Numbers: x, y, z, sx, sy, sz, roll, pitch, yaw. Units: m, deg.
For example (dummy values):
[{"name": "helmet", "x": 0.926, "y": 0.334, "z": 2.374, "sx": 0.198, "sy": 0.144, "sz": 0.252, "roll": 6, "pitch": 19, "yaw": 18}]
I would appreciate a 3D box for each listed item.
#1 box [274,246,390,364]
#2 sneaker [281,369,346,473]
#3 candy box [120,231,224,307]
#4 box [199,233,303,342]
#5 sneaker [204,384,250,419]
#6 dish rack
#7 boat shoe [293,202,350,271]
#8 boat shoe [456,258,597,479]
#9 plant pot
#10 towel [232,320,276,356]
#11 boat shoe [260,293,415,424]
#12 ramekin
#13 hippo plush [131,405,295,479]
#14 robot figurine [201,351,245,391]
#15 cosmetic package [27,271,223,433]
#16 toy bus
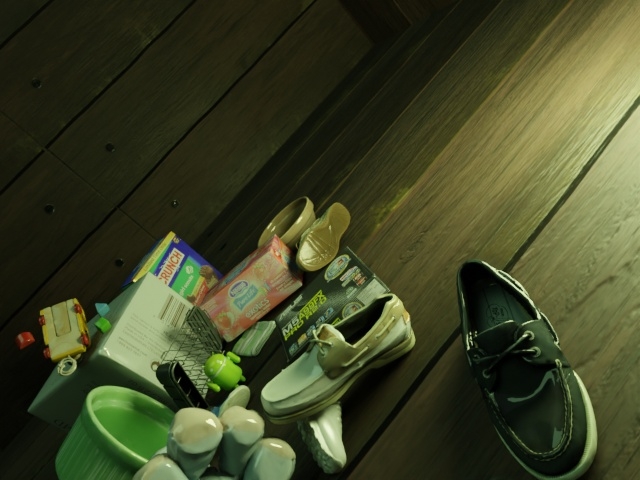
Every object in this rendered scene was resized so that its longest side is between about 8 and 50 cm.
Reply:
[{"name": "box", "x": 0.016, "y": 0.156, "z": 1.114, "sx": 0.270, "sy": 0.060, "sz": 0.216, "roll": -45, "pitch": 21, "yaw": 2}, {"name": "sneaker", "x": 0.003, "y": 0.303, "z": 0.844, "sx": 0.094, "sy": 0.090, "sz": 0.235, "roll": -8, "pitch": 30, "yaw": -19}, {"name": "candy box", "x": -0.535, "y": 0.168, "z": 1.778, "sx": 0.122, "sy": 0.317, "sz": 0.268, "roll": -27, "pitch": 28, "yaw": 40}, {"name": "box", "x": -0.205, "y": 0.143, "z": 1.413, "sx": 0.300, "sy": 0.142, "sz": 0.154, "roll": -39, "pitch": 15, "yaw": 14}, {"name": "sneaker", "x": -0.235, "y": 0.407, "z": 1.135, "sx": 0.084, "sy": 0.058, "sz": 0.152, "roll": 12, "pitch": 67, "yaw": 56}, {"name": "dish rack", "x": -0.321, "y": 0.314, "z": 1.248, "sx": 0.074, "sy": 0.208, "sz": 0.272, "roll": -8, "pitch": 33, "yaw": 18}, {"name": "boat shoe", "x": 0.000, "y": 0.000, "z": 1.393, "sx": 0.089, "sy": 0.105, "sz": 0.285, "roll": -32, "pitch": 14, "yaw": 44}, {"name": "boat shoe", "x": 0.248, "y": 0.139, "z": 0.628, "sx": 0.127, "sy": 0.113, "sz": 0.340, "roll": -34, "pitch": 24, "yaw": 29}, {"name": "plant pot", "x": -0.093, "y": -0.026, "z": 1.586, "sx": 0.237, "sy": 0.110, "sz": 0.237, "roll": -38, "pitch": 22, "yaw": 18}, {"name": "towel", "x": -0.195, "y": 0.278, "z": 1.345, "sx": 0.152, "sy": 0.023, "sz": 0.113, "roll": -15, "pitch": 36, "yaw": 54}, {"name": "boat shoe", "x": 0.024, "y": 0.193, "z": 0.815, "sx": 0.302, "sy": 0.104, "sz": 0.113, "roll": -28, "pitch": 25, "yaw": -21}, {"name": "ramekin", "x": -0.420, "y": 0.474, "z": 1.044, "sx": 0.148, "sy": 0.303, "sz": 0.303, "roll": -56, "pitch": 22, "yaw": -6}, {"name": "hippo plush", "x": -0.173, "y": 0.417, "z": 0.781, "sx": 0.234, "sy": 0.294, "sz": 0.236, "roll": -32, "pitch": -5, "yaw": -33}, {"name": "robot figurine", "x": -0.248, "y": 0.337, "z": 1.207, "sx": 0.101, "sy": 0.115, "sz": 0.067, "roll": -54, "pitch": 22, "yaw": -23}, {"name": "cosmetic package", "x": -0.558, "y": 0.381, "z": 1.414, "sx": 0.393, "sy": 0.329, "sz": 0.328, "roll": -36, "pitch": 25, "yaw": 25}, {"name": "toy bus", "x": -0.644, "y": 0.253, "z": 1.210, "sx": 0.104, "sy": 0.190, "sz": 0.202, "roll": 93, "pitch": -163, "yaw": -50}]
